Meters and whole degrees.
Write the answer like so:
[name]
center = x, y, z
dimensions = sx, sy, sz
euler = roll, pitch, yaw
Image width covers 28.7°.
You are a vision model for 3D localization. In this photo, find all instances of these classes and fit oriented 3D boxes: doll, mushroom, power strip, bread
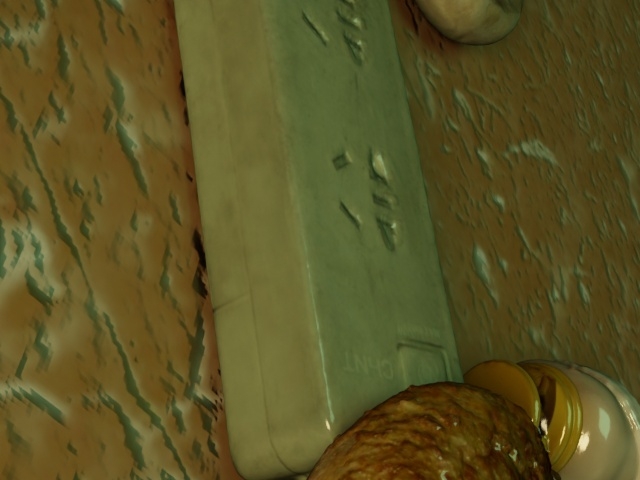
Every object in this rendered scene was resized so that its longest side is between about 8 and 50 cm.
[doll]
center = 0.110, 0.098, 0.571
dimensions = 0.127, 0.073, 0.084
euler = 21, 87, -44
[mushroom]
center = 0.088, -0.149, 0.668
dimensions = 0.085, 0.079, 0.085
euler = 33, 43, -38
[power strip]
center = 0.000, 0.000, 0.474
dimensions = 0.093, 0.053, 0.288
euler = 17, 57, -50
[bread]
center = 0.044, 0.139, 0.402
dimensions = 0.193, 0.064, 0.193
euler = 1, 89, -53
